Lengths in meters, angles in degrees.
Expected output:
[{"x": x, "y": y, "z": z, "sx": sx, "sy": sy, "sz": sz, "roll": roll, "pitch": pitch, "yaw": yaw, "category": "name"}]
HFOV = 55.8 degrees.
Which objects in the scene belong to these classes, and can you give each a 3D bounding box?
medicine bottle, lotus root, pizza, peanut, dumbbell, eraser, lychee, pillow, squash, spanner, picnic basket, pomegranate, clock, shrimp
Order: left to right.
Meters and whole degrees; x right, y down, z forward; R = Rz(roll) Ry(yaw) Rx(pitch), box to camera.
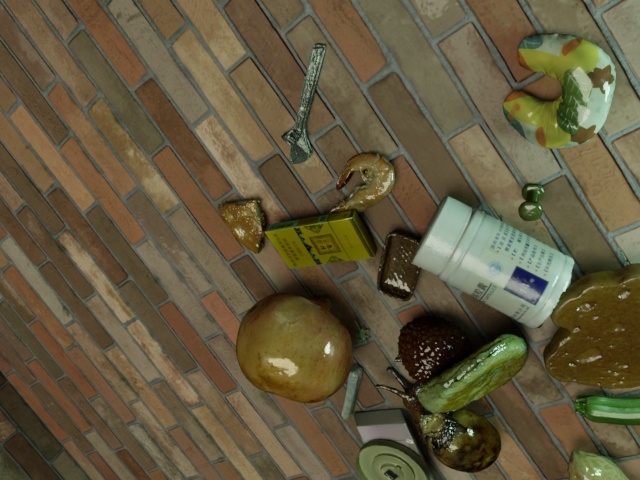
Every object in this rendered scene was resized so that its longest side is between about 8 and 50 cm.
[{"x": -0.213, "y": -0.066, "z": 1.741, "sx": 0.182, "sy": 0.062, "sz": 0.161, "roll": 41, "pitch": 133, "yaw": 7, "category": "pizza"}, {"x": -0.063, "y": 0.287, "z": 1.713, "sx": 0.339, "sy": 0.338, "sz": 0.338, "roll": 11, "pitch": 120, "yaw": 21, "category": "pomegranate"}, {"x": -0.036, "y": -0.338, "z": 1.528, "sx": 0.093, "sy": 0.026, "sz": 0.325, "roll": 24, "pitch": 123, "yaw": 12, "category": "spanner"}, {"x": 0.092, "y": -0.138, "z": 1.554, "sx": 0.236, "sy": 0.053, "sz": 0.133, "roll": -37, "pitch": 91, "yaw": 37, "category": "shrimp"}, {"x": 0.219, "y": 0.711, "z": 1.850, "sx": 0.235, "sy": 0.029, "sz": 0.234, "roll": 12, "pitch": 120, "yaw": 21, "category": "clock"}, {"x": 0.255, "y": 0.717, "z": 1.905, "sx": 0.213, "sy": 0.082, "sz": 0.396, "roll": -16, "pitch": 108, "yaw": 31, "category": "eraser"}, {"x": 0.214, "y": 0.064, "z": 1.598, "sx": 0.110, "sy": 0.055, "sz": 0.193, "roll": 20, "pitch": 123, "yaw": 17, "category": "picnic basket"}, {"x": 0.298, "y": 0.285, "z": 1.610, "sx": 0.188, "sy": 0.188, "sz": 0.188, "roll": 11, "pitch": 120, "yaw": 21, "category": "lychee"}, {"x": 0.408, "y": 0.560, "z": 1.678, "sx": 0.314, "sy": 0.141, "sz": 0.169, "roll": 31, "pitch": 106, "yaw": -33, "category": "lotus root"}, {"x": 0.395, "y": 0.046, "z": 1.418, "sx": 0.332, "sy": 0.190, "sz": 0.189, "roll": 29, "pitch": 124, "yaw": 10, "category": "medicine bottle"}, {"x": 0.474, "y": -0.087, "z": 1.353, "sx": 0.052, "sy": 0.118, "sz": 0.046, "roll": -2, "pitch": 118, "yaw": 25, "category": "dumbbell"}, {"x": 0.495, "y": -0.306, "z": 1.258, "sx": 0.214, "sy": 0.086, "sz": 0.233, "roll": 26, "pitch": 127, "yaw": 25, "category": "pillow"}, {"x": 0.769, "y": 0.678, "z": 1.594, "sx": 0.325, "sy": 0.153, "sz": 0.140, "roll": 43, "pitch": 121, "yaw": -8, "category": "peanut"}, {"x": 0.755, "y": 0.425, "z": 1.517, "sx": 0.219, "sy": 0.068, "sz": 0.077, "roll": -3, "pitch": 130, "yaw": 27, "category": "squash"}]

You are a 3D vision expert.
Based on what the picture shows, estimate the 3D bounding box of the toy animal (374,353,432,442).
[{"x": 0.292, "y": 0.461, "z": 1.753, "sx": 0.260, "sy": 0.087, "sz": 0.243, "roll": 35, "pitch": 127, "yaw": 9, "category": "toy animal"}]

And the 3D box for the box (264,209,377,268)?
[{"x": -0.001, "y": 0.000, "z": 1.653, "sx": 0.279, "sy": 0.041, "sz": 0.153, "roll": -8, "pitch": 131, "yaw": 30, "category": "box"}]

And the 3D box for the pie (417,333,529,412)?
[{"x": 0.400, "y": 0.343, "z": 1.542, "sx": 0.323, "sy": 0.323, "sz": 0.070, "roll": -55, "pitch": 50, "yaw": 35, "category": "pie"}]

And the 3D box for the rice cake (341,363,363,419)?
[{"x": 0.096, "y": 0.476, "z": 1.881, "sx": 0.034, "sy": 0.043, "sz": 0.210, "roll": 23, "pitch": 124, "yaw": 22, "category": "rice cake"}]

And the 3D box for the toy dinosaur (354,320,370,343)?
[{"x": 0.114, "y": 0.271, "z": 1.779, "sx": 0.083, "sy": 0.021, "sz": 0.062, "roll": 47, "pitch": 138, "yaw": -4, "category": "toy dinosaur"}]

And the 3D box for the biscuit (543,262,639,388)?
[{"x": 0.697, "y": 0.215, "z": 1.398, "sx": 0.381, "sy": 0.074, "sz": 0.359, "roll": -28, "pitch": 110, "yaw": 28, "category": "biscuit"}]
